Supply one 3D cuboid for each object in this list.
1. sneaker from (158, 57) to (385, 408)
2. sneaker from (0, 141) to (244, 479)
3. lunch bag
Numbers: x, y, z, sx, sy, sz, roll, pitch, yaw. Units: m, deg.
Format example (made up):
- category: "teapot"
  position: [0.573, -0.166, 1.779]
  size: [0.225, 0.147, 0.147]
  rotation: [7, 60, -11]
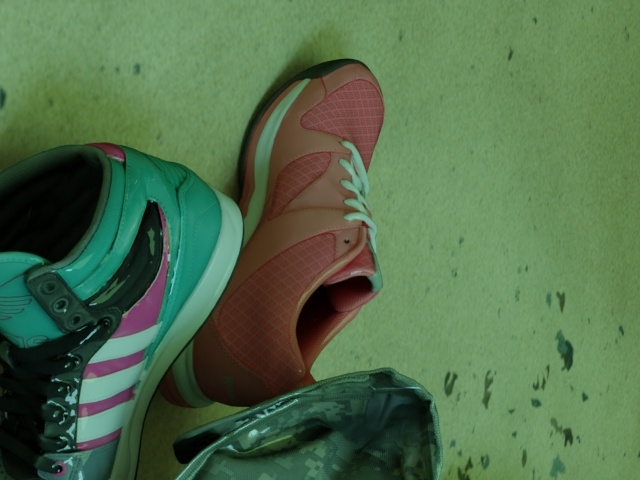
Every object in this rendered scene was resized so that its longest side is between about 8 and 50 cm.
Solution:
- category: "sneaker"
  position: [0.000, 0.001, 1.242]
  size: [0.314, 0.136, 0.116]
  rotation: [-63, 145, -28]
- category: "sneaker"
  position: [-0.169, 0.064, 0.999]
  size: [0.178, 0.124, 0.295]
  rotation: [39, 70, -48]
- category: "lunch bag"
  position: [-0.038, 0.200, 1.068]
  size: [0.287, 0.169, 0.235]
  rotation: [-54, 176, -11]
